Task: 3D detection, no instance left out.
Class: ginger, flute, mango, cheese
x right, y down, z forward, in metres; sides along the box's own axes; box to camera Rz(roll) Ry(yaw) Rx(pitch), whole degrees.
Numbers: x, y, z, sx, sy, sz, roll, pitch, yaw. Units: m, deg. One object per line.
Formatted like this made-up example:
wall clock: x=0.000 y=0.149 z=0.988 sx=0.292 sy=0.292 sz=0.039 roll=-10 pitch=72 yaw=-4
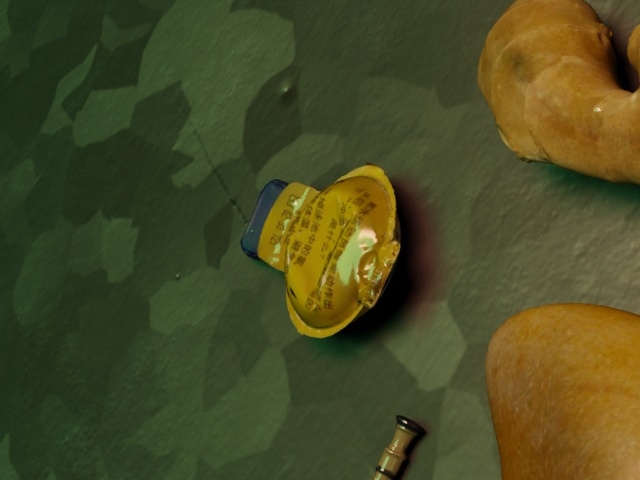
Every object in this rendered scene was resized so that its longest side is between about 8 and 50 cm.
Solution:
ginger: x=0.257 y=-0.090 z=1.172 sx=0.363 sy=0.122 sz=0.348 roll=-17 pitch=53 yaw=30
flute: x=0.022 y=0.247 z=1.350 sx=0.027 sy=0.027 sz=0.233 roll=32 pitch=98 yaw=48
mango: x=0.211 y=0.199 z=1.034 sx=0.221 sy=0.199 sz=0.384 roll=-49 pitch=48 yaw=31
cheese: x=0.000 y=0.000 z=1.449 sx=0.250 sy=0.064 sz=0.156 roll=27 pitch=93 yaw=58
